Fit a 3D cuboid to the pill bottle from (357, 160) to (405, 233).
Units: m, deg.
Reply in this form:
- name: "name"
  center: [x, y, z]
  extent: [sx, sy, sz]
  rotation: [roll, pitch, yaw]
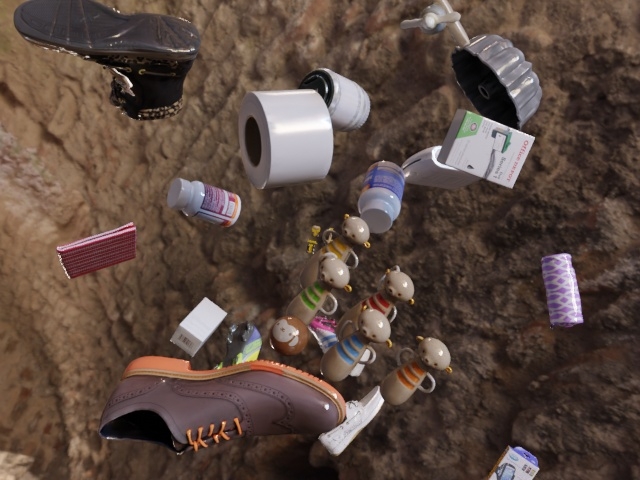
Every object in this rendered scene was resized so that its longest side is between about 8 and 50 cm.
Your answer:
- name: "pill bottle"
  center: [0.216, -0.153, 1.849]
  extent: [0.152, 0.152, 0.272]
  rotation: [-42, -161, 39]

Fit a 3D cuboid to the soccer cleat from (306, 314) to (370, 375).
- name: "soccer cleat"
  center: [0.037, 0.362, 1.803]
  extent: [0.331, 0.116, 0.143]
  rotation: [21, -84, 51]

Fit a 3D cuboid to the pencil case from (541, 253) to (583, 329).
- name: "pencil case"
  center: [0.663, 0.138, 1.416]
  extent: [0.086, 0.088, 0.206]
  rotation: [-11, -106, 35]

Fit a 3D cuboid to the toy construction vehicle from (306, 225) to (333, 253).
- name: "toy construction vehicle"
  center: [0.000, 0.000, 1.788]
  extent: [0.035, 0.086, 0.098]
  rotation: [-16, 114, -75]

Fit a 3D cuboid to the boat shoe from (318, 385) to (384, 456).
- name: "boat shoe"
  center: [0.106, 0.578, 1.709]
  extent: [0.277, 0.096, 0.098]
  rotation: [-45, 178, -15]

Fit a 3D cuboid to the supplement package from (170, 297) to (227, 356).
- name: "supplement package"
  center: [-0.442, 0.313, 1.877]
  extent: [0.105, 0.105, 0.179]
  rotation: [-54, 179, 34]

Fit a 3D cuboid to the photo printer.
- name: "photo printer"
  center: [0.503, -0.300, 2.141]
  extent: [0.256, 0.307, 0.107]
  rotation: [156, -64, -65]

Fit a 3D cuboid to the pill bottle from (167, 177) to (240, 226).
- name: "pill bottle"
  center: [-0.388, -0.128, 1.725]
  extent: [0.121, 0.221, 0.121]
  rotation: [-22, -121, 44]

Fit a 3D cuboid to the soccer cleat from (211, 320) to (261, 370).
- name: "soccer cleat"
  center: [-0.201, 0.320, 1.230]
  extent: [0.093, 0.121, 0.289]
  rotation: [-11, -148, 20]

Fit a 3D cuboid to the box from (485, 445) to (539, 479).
- name: "box"
  center: [0.468, 0.571, 1.260]
  extent: [0.136, 0.081, 0.028]
  rotation: [-56, 168, 0]

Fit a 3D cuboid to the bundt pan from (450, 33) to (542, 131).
- name: "bundt pan"
  center: [0.554, -0.494, 1.595]
  extent: [0.124, 0.331, 0.331]
  rotation: [-37, -150, 3]

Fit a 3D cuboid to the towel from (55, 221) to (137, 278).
- name: "towel"
  center: [-0.601, 0.031, 1.402]
  extent: [0.031, 0.199, 0.275]
  rotation: [65, -26, 9]

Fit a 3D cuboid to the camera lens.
- name: "camera lens"
  center: [0.051, -0.578, 2.153]
  extent: [0.219, 0.274, 0.219]
  rotation: [-3, -95, 39]

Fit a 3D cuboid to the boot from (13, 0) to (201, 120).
- name: "boot"
  center: [-0.488, -0.415, 1.223]
  extent: [0.284, 0.377, 0.138]
  rotation: [132, -47, -63]

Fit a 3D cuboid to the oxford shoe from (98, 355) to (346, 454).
- name: "oxford shoe"
  center: [-0.109, 0.196, 0.566]
  extent: [0.098, 0.271, 0.097]
  rotation: [-69, 153, -58]

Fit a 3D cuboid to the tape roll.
- name: "tape roll"
  center: [-0.096, -0.261, 1.330]
  extent: [0.246, 0.169, 0.246]
  rotation: [36, -48, 56]

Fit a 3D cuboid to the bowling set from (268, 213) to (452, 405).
- name: "bowling set"
  center: [0.041, 0.106, 0.718]
  extent: [0.287, 0.200, 0.154]
  rotation: [50, -62, 20]

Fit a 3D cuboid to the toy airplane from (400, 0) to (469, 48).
- name: "toy airplane"
  center: [0.186, -0.648, 1.152]
  extent: [0.272, 0.384, 0.386]
  rotation: [-35, -120, 10]

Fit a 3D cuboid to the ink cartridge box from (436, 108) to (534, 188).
- name: "ink cartridge box"
  center: [0.467, -0.259, 1.466]
  extent: [0.092, 0.219, 0.160]
  rotation: [-106, -145, -73]
